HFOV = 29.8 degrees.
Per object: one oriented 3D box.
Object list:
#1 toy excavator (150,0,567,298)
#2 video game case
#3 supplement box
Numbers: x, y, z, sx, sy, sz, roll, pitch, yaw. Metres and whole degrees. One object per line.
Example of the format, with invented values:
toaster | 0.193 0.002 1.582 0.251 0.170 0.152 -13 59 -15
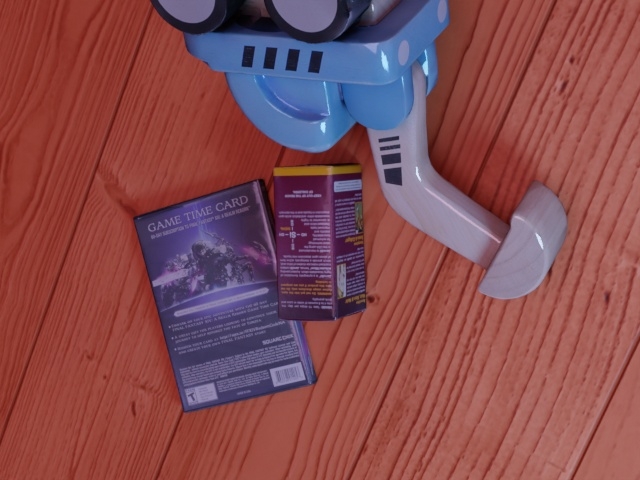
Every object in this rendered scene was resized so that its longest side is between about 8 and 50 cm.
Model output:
toy excavator | 0.060 -0.164 1.368 0.433 0.222 0.445 10 129 26
video game case | -0.128 0.076 1.586 0.196 0.026 0.274 -15 88 23
supplement box | 0.000 0.000 1.482 0.081 0.104 0.188 0 95 23
